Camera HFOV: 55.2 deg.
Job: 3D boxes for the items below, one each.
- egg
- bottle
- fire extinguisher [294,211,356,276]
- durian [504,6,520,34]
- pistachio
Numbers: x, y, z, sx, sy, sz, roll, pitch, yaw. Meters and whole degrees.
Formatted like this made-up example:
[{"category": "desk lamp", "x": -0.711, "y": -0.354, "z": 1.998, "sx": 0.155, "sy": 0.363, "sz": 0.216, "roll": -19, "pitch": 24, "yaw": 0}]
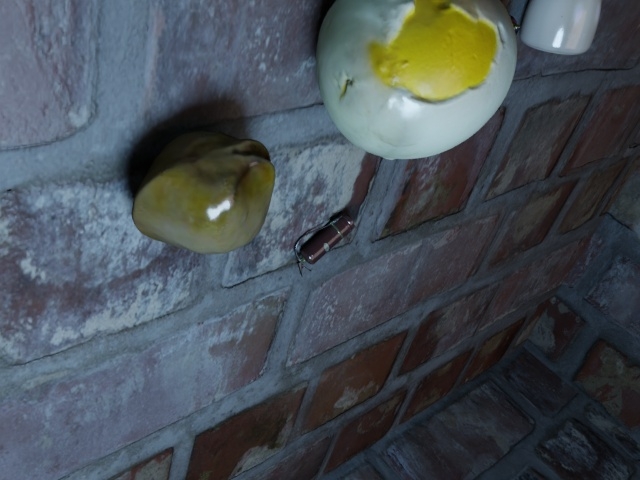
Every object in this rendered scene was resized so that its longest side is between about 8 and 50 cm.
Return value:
[{"category": "egg", "x": 0.152, "y": -0.271, "z": 0.935, "sx": 0.345, "sy": 0.283, "sz": 0.283, "roll": -25, "pitch": 142, "yaw": -38}, {"category": "bottle", "x": 0.505, "y": -0.510, "z": 1.236, "sx": 0.148, "sy": 0.148, "sz": 0.236, "roll": -21, "pitch": 133, "yaw": -36}, {"category": "fire extinguisher", "x": 0.000, "y": 0.000, "z": 1.289, "sx": 0.157, "sy": 0.045, "sz": 0.078, "roll": -41, "pitch": 120, "yaw": -8}, {"category": "durian", "x": 0.324, "y": -0.398, "z": 1.206, "sx": 0.186, "sy": 0.119, "sz": 0.108, "roll": 62, "pitch": 35, "yaw": -69}, {"category": "pistachio", "x": -0.169, "y": -0.054, "z": 0.922, "sx": 0.213, "sy": 0.162, "sz": 0.260, "roll": -17, "pitch": 156, "yaw": -8}]
